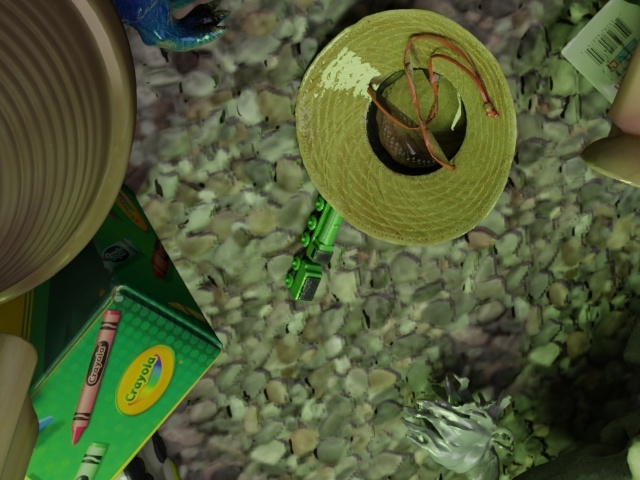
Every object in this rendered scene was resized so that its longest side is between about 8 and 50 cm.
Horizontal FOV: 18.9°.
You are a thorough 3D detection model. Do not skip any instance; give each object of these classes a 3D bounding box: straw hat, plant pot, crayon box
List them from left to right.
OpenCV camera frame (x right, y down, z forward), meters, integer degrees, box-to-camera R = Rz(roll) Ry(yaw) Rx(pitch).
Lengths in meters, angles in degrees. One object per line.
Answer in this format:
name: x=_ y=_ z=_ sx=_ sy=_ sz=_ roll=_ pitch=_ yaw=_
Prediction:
plant pot: x=-0.205 y=-0.049 z=0.896 sx=0.237 sy=0.110 sz=0.237 roll=-2 pitch=119 yaw=-3
crayon box: x=-0.189 y=0.100 z=1.054 sx=0.081 sy=0.165 sz=0.278 roll=32 pitch=103 yaw=-36
straw hat: x=0.062 y=-0.072 z=1.119 sx=0.061 sy=0.144 sz=0.144 roll=-38 pitch=147 yaw=-57

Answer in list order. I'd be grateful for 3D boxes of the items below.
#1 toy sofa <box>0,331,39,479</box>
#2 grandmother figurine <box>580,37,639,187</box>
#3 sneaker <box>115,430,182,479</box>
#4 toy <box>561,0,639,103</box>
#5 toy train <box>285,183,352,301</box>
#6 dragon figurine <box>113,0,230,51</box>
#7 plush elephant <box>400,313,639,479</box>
toy sofa: x=-0.317 y=0.080 z=0.862 sx=0.363 sy=0.150 sz=0.177 roll=12 pitch=154 yaw=5
grandmother figurine: x=0.269 y=-0.184 z=1.084 sx=0.208 sy=0.104 sz=0.342 roll=12 pitch=103 yaw=-35
sneaker: x=-0.124 y=0.204 z=1.212 sx=0.110 sy=0.107 sz=0.275 roll=-17 pitch=124 yaw=10
toy: x=0.260 y=-0.101 z=1.196 sx=0.137 sy=0.056 sz=0.237 roll=-47 pitch=121 yaw=6
toy train: x=0.000 y=0.000 z=1.164 sx=0.017 sy=0.023 sz=0.083 roll=9 pitch=117 yaw=-28
dragon figurine: x=-0.145 y=-0.128 z=0.976 sx=0.289 sy=0.085 sz=0.144 roll=-37 pitch=127 yaw=7
plush elephant: x=0.248 y=0.164 z=1.228 sx=0.255 sy=0.272 sz=0.330 roll=-32 pitch=107 yaw=29
